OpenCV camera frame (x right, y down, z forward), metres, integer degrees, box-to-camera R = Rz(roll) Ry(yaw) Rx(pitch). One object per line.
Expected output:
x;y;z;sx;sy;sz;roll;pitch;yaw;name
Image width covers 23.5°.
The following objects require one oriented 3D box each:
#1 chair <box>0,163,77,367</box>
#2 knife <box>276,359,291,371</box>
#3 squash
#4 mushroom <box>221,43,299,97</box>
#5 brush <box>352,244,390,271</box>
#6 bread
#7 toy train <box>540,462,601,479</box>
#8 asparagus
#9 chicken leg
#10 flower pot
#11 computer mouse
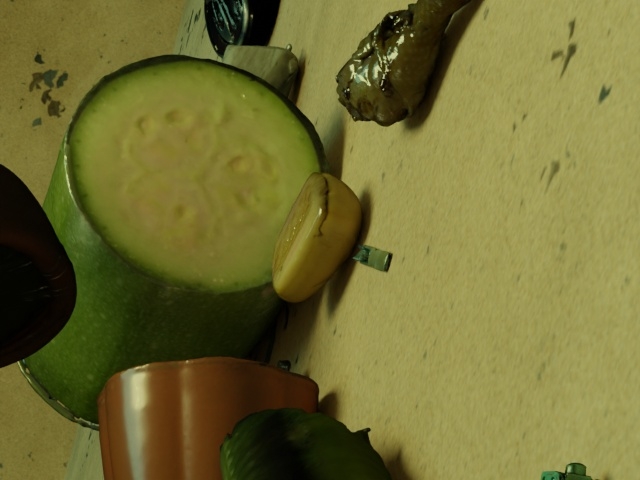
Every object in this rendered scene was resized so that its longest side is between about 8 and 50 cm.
-0.285;0.135;1.229;0.226;0.227;0.401;117;146;-45;chair
-0.052;0.163;1.455;0.222;0.021;0.045;114;166;-53;knife
-0.161;0.023;1.558;0.384;0.263;0.263;123;158;-56;squash
-0.114;-0.146;1.748;0.099;0.096;0.278;2;35;40;mushroom
0.041;0.013;1.242;0.083;0.013;0.016;-161;88;-76;brush
0.000;0.000;1.337;0.082;0.056;0.115;-106;38;-60;bread
0.112;0.151;0.729;0.045;0.029;0.092;127;155;-78;toy train
-0.001;0.186;0.994;0.128;0.108;0.382;-42;13;2;asparagus
0.074;-0.155;1.198;0.085;0.069;0.198;-54;2;-43;chicken leg
-0.093;0.203;1.255;0.190;0.191;0.173;126;147;-59;flower pot
-0.109;-0.359;2.156;0.137;0.096;0.233;121;161;-50;computer mouse
